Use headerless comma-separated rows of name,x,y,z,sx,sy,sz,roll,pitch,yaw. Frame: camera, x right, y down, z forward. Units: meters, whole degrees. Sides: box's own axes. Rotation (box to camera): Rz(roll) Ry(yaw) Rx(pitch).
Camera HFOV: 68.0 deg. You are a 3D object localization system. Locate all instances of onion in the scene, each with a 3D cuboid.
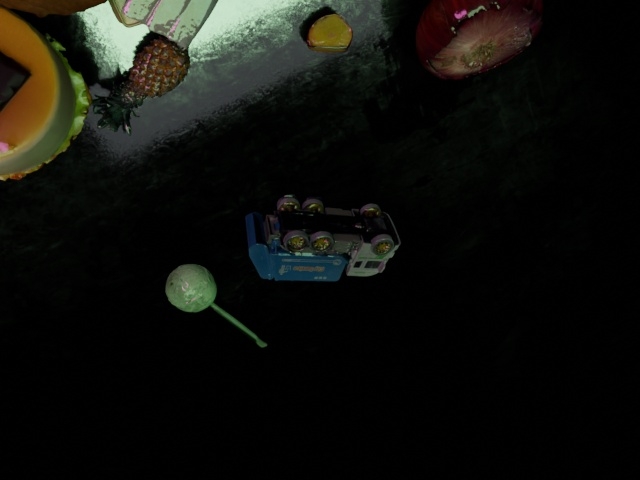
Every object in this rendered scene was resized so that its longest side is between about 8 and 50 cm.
onion,0.294,-0.410,0.896,0.248,0.248,0.161,-2,90,-16

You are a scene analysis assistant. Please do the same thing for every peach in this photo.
peach,0.016,-0.386,0.908,0.083,0.050,0.077,-41,105,5

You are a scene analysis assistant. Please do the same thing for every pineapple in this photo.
pineapple,-0.318,-0.282,0.856,0.221,0.103,0.083,-37,142,13

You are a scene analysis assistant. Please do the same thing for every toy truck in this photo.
toy truck,0.000,0.000,1.165,0.367,0.146,0.175,3,135,-16

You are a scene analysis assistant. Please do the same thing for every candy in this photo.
candy,-0.262,0.201,1.292,0.119,0.119,0.440,-28,140,6

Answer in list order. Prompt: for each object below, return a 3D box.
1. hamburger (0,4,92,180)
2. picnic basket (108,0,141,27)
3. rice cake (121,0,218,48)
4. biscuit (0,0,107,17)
hamburger,-0.537,-0.236,0.747,0.294,0.179,0.276,35,81,-27
picnic basket,-0.268,-0.428,0.767,0.164,0.079,0.115,-17,130,-4
rice cake,-0.202,-0.410,0.724,0.124,0.038,0.211,23,117,-30
biscuit,-0.362,-0.429,0.598,0.296,0.075,0.296,-14,135,-15
